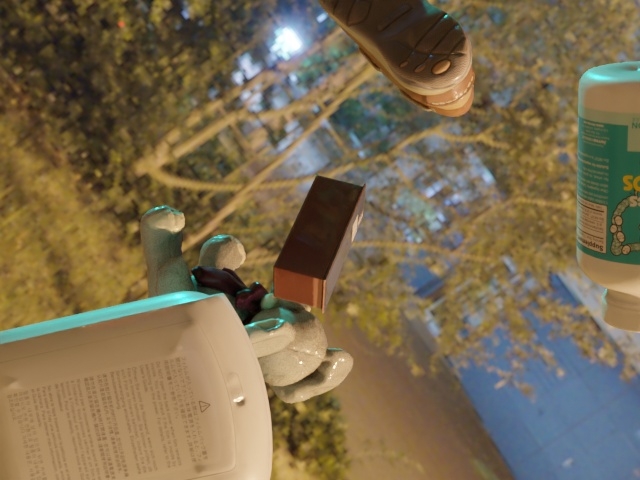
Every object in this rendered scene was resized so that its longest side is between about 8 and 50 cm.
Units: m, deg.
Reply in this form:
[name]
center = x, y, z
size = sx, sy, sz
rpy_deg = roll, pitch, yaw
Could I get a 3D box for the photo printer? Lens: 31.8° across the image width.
[photo printer]
center = -0.212, 0.198, 1.263
size = 0.107, 0.308, 0.256
rpy_deg = -1, 78, -84

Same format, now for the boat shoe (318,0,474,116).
[boat shoe]
center = 0.090, -0.265, 1.407
size = 0.324, 0.123, 0.116
rpy_deg = 62, 5, 38

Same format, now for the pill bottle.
[pill bottle]
center = 0.335, -0.044, 1.143
size = 0.146, 0.146, 0.264
rpy_deg = -103, -171, -74

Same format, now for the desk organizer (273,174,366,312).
[desk organizer]
center = 0.000, 0.000, 1.056
size = 0.047, 0.050, 0.130
rpy_deg = 92, 16, -47

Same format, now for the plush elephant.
[plush elephant]
center = -0.099, 0.111, 1.598
size = 0.272, 0.256, 0.329
rpy_deg = 43, 46, -62
